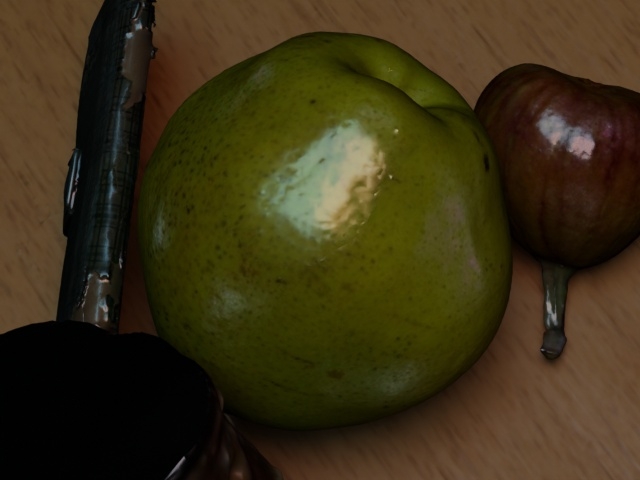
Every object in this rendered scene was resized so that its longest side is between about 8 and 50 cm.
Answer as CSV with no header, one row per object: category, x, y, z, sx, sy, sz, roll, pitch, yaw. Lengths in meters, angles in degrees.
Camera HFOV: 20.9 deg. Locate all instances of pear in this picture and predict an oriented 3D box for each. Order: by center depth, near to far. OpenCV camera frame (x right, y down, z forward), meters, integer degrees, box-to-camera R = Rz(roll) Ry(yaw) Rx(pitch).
pear,0.000,0.000,1.265,0.294,0.294,0.294,-3,70,7

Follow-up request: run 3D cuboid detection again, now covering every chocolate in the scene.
chocolate,-0.162,0.201,1.225,0.340,0.210,0.225,-5,52,36

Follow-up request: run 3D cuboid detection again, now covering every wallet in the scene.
wallet,-0.173,-0.053,1.365,0.044,0.169,0.317,9,70,-16

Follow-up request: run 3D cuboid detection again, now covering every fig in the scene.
fig,0.199,-0.045,1.331,0.149,0.202,0.148,-20,32,0
